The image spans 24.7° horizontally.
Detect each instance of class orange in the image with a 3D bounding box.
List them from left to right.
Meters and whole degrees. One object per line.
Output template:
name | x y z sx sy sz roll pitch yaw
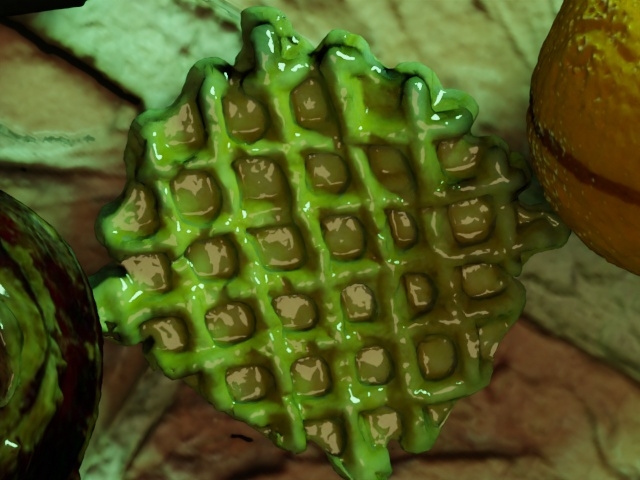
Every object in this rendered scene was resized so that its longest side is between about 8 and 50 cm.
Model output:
orange | 0.195 -0.060 0.689 0.193 0.161 0.193 -2 122 -2

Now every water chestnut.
water chestnut | -0.213 0.071 0.669 0.223 0.238 0.224 8 63 -17

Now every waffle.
waffle | 0.000 -0.001 0.741 0.223 0.054 0.204 32 100 -6

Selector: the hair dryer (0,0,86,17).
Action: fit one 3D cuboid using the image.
hair dryer | -0.218 -0.222 0.702 0.197 0.089 0.251 -7 88 -3
